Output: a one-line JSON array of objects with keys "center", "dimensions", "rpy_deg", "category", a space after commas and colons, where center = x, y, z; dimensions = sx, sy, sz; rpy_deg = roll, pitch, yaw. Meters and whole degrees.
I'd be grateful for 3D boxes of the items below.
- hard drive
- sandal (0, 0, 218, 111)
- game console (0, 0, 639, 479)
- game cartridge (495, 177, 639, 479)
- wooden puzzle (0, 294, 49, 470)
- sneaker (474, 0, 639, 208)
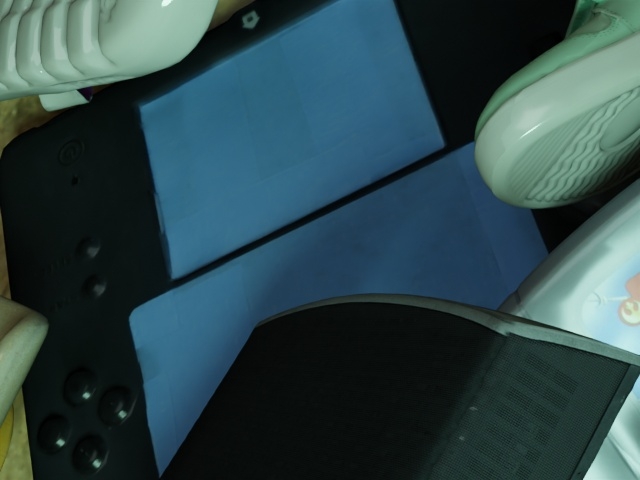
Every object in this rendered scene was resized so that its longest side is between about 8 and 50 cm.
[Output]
[{"center": [0.000, 0.095, 0.508], "dimensions": [0.172, 0.054, 0.254], "rpy_deg": [-57, 17, -16], "category": "hard drive"}, {"center": [-0.156, -0.152, 0.803], "dimensions": [0.416, 0.102, 0.169], "rpy_deg": [22, 99, 55], "category": "sandal"}, {"center": [0.000, 0.000, 0.707], "dimensions": [0.386, 0.060, 0.342], "rpy_deg": [-26, 61, 15], "category": "game console"}, {"center": [0.202, 0.046, 0.534], "dimensions": [0.297, 0.062, 0.198], "rpy_deg": [-35, 94, 9], "category": "game cartridge"}, {"center": [-0.305, 0.158, 0.771], "dimensions": [0.347, 0.080, 0.322], "rpy_deg": [16, 77, 45], "category": "wooden puzzle"}, {"center": [0.123, -0.118, 0.607], "dimensions": [0.256, 0.094, 0.151], "rpy_deg": [-33, 68, -33], "category": "sneaker"}]
